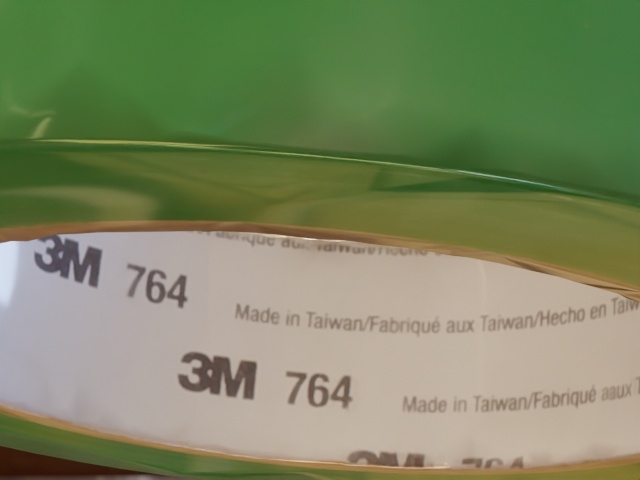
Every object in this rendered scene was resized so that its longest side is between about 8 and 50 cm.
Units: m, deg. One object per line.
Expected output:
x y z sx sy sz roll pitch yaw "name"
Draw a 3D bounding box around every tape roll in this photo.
0.000 0.000 0.495 0.321 0.321 0.077 33 57 -57 "tape roll"
